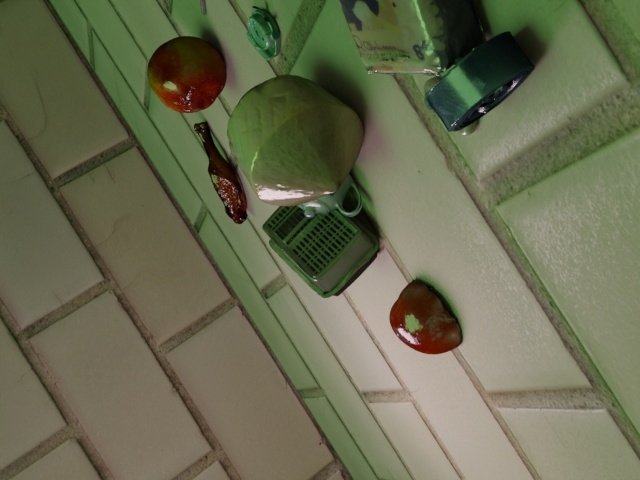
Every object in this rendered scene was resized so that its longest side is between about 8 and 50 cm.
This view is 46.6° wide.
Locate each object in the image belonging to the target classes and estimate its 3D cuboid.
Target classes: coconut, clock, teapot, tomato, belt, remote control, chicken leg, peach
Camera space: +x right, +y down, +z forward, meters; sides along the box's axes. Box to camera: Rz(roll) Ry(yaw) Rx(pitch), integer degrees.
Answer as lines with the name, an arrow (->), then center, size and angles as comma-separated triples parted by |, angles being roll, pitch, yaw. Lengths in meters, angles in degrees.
coconut -> -0.046, -0.214, 1.680 | 0.329, 0.329, 0.328 | 48, 159, 26
clock -> -0.140, -0.514, 1.810 | 0.101, 0.041, 0.135 | 51, 160, 18
teapot -> -0.005, -0.121, 1.871 | 0.232, 0.159, 0.159 | 14, 146, 12
tomato -> 0.253, 0.220, 1.883 | 0.199, 0.112, 0.228 | 45, 160, 29
belt -> 0.241, -0.241, 1.145 | 0.082, 0.141, 0.190 | 57, 164, 7
remote control -> 0.232, -0.240, 1.335 | 0.122, 0.032, 0.074 | 43, 155, 35
chicken leg -> -0.353, -0.241, 2.693 | 0.158, 0.096, 0.407 | -117, 4, -69
peach -> -0.394, -0.490, 2.193 | 0.231, 0.231, 0.231 | 48, 159, 26

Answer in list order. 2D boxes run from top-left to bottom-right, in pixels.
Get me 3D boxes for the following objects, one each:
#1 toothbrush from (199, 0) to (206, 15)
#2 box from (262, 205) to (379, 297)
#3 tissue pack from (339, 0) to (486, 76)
toothbrush -> -0.329, -0.691, 2.037 | 0.014, 0.017, 0.194 | 50, 160, 19
box -> 0.000, 0.000, 1.994 | 0.290, 0.220, 0.166 | 44, 178, 34
tissue pack -> 0.113, -0.437, 1.184 | 0.242, 0.125, 0.343 | 23, 143, 58
